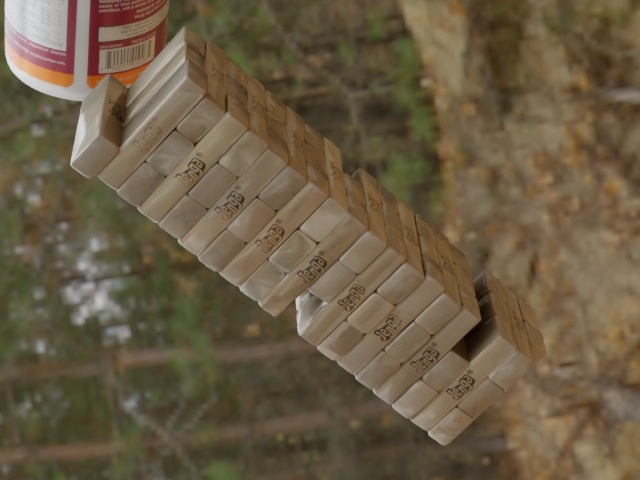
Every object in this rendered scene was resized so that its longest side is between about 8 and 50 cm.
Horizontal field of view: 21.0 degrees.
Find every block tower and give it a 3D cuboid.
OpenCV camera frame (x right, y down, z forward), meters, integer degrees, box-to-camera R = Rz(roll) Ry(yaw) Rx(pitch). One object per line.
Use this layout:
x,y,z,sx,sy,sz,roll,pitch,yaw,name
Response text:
0.000,0.000,1.121,0.335,0.097,0.091,37,-159,-20,block tower

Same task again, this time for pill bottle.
-0.165,-0.221,1.240,0.121,0.121,0.221,-102,16,-52,pill bottle
